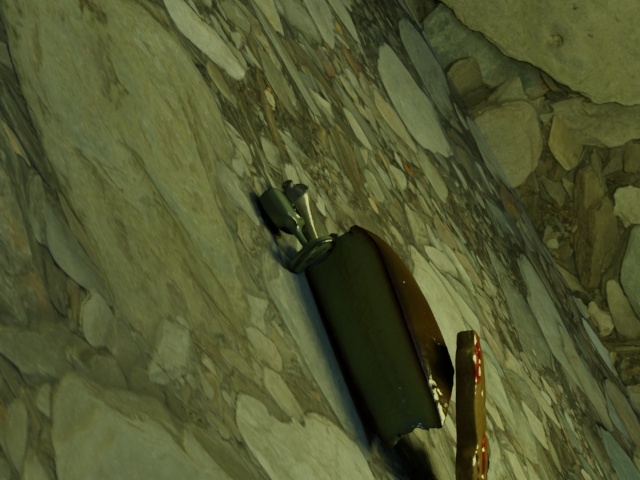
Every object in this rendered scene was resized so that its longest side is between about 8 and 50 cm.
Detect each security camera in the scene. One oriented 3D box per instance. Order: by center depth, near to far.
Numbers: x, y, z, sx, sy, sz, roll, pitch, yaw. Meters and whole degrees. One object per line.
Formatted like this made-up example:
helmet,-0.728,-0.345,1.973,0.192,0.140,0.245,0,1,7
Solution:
security camera,-0.029,-0.017,1.816,0.092,0.058,0.058,57,13,21

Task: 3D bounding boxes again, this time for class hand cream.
hand cream,0.000,0.000,1.919,0.165,0.037,0.057,60,13,-28

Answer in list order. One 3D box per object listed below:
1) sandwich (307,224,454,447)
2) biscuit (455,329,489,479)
sandwich,0.069,0.104,1.812,0.096,0.094,0.258,29,35,-55
biscuit,0.161,0.203,1.827,0.166,0.036,0.225,-39,129,-80
